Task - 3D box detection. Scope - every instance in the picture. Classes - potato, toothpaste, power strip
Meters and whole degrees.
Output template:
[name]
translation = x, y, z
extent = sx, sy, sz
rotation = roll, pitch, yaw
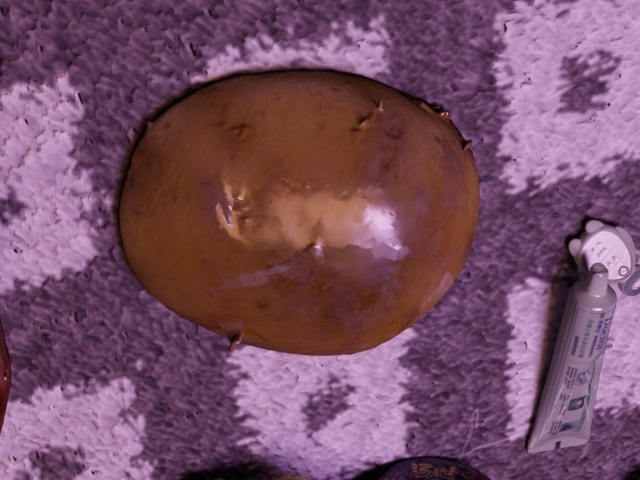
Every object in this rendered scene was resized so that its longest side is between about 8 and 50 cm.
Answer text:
[potato]
translation = 0.000, 0.000, 1.042
extent = 0.299, 0.116, 0.239
rotation = 9, 116, -23
[toothpaste]
translation = 0.227, 0.109, 1.213
extent = 0.064, 0.041, 0.218
rotation = -8, 130, -15
[power strip]
translation = 0.251, 0.015, 1.192
extent = 0.083, 0.035, 0.055
rotation = 38, 98, -18

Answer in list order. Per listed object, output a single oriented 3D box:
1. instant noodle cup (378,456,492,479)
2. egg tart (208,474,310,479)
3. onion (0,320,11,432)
[instant noodle cup]
translation = 0.097, 0.283, 1.218
extent = 0.127, 0.127, 0.136
rotation = -1, 124, -20
[egg tart]
translation = -0.055, 0.363, 1.138
extent = 0.345, 0.132, 0.345
rotation = -1, 80, 4
[onion]
translation = -0.382, 0.111, 0.816
extent = 0.347, 0.348, 0.385
rotation = 29, 101, -30
